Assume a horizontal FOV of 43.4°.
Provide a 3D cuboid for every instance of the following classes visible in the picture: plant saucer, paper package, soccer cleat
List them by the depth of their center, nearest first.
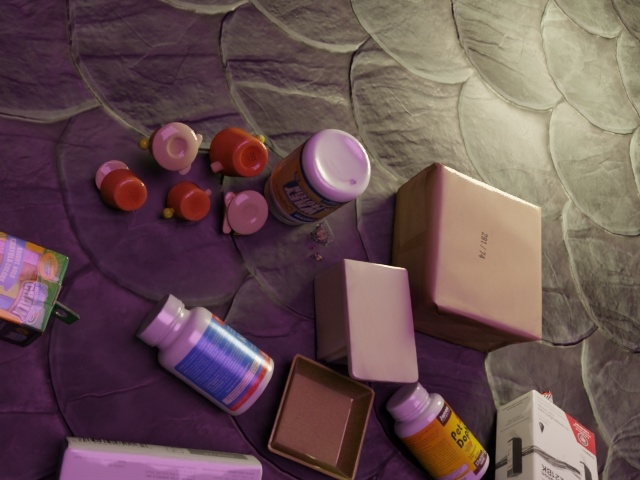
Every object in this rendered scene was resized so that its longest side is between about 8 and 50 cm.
[{"bbox_3d":[-0.004,0.335,1.503,0.188,0.045,0.188,28,61,-20],"label":"plant saucer"},{"bbox_3d":[0.317,0.045,1.731,0.310,0.168,0.324,19,64,-25],"label":"paper package"},{"bbox_3d":[0.495,0.363,1.815,0.083,0.029,0.035,-3,71,-37],"label":"soccer cleat"}]

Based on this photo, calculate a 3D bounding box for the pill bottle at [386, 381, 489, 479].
[{"bbox_3d":[0.226,0.384,1.584,0.215,0.117,0.117,51,55,-7],"label":"pill bottle"}]

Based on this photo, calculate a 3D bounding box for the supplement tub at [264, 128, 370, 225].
[{"bbox_3d":[-0.011,-0.116,1.561,0.144,0.200,0.144,11,67,-28],"label":"supplement tub"}]

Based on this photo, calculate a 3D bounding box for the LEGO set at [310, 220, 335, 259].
[{"bbox_3d":[-0.003,0.000,1.639,0.054,0.023,0.083,35,72,-15],"label":"LEGO set"}]

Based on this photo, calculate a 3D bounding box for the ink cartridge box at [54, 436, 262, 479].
[{"bbox_3d":[-0.274,0.514,1.243,0.308,0.091,0.384,11,85,-19],"label":"ink cartridge box"}]

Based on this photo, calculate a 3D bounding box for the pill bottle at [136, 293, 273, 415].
[{"bbox_3d":[-0.200,0.192,1.382,0.221,0.124,0.124,40,57,-16],"label":"pill bottle"}]

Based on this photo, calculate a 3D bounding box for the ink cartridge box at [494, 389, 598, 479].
[{"bbox_3d":[0.465,0.480,1.653,0.197,0.114,0.272,37,38,-16],"label":"ink cartridge box"}]

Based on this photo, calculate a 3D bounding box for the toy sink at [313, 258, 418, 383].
[{"bbox_3d":[0.083,0.173,1.563,0.153,0.131,0.234,9,64,-29],"label":"toy sink"}]

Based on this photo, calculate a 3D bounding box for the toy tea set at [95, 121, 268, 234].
[{"bbox_3d":[-0.249,-0.125,1.495,0.336,0.124,0.199,7,99,-33],"label":"toy tea set"}]

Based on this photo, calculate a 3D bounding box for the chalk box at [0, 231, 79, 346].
[{"bbox_3d":[-0.478,0.077,1.246,0.213,0.132,0.132,24,62,-25],"label":"chalk box"}]
